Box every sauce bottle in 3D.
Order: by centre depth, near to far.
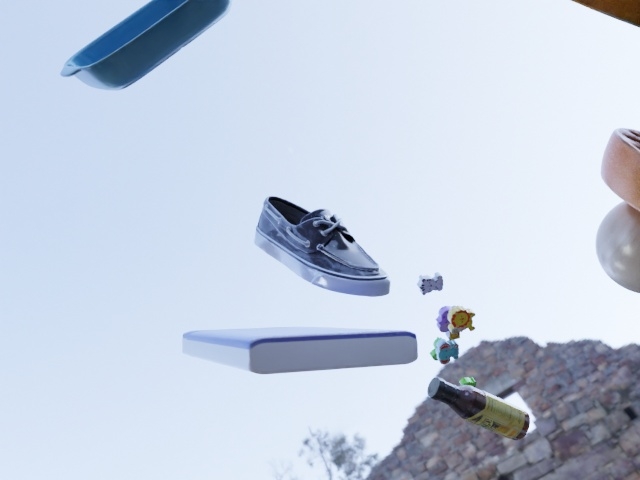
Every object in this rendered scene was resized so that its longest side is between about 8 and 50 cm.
[{"bbox_3d":[0.187,0.198,0.729,0.128,0.042,0.042,25,-58,-10],"label":"sauce bottle"}]

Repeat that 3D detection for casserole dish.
[{"bbox_3d":[-0.157,-0.197,0.579,0.188,0.114,0.037,-45,-54,-18],"label":"casserole dish"}]

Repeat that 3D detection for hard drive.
[{"bbox_3d":[-0.047,0.141,0.826,0.211,0.040,0.319,2,-7,-25],"label":"hard drive"}]

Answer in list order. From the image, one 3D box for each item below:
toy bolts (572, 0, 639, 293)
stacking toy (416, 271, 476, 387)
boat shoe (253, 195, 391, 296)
[{"bbox_3d":[0.222,-0.081,0.411,0.229,0.218,0.158,-10,-47,-42],"label":"toy bolts"},{"bbox_3d":[0.247,0.189,1.206,0.052,0.167,0.221,-12,-64,-8],"label":"stacking toy"},{"bbox_3d":[0.000,0.000,1.001,0.108,0.301,0.102,-4,-68,-39],"label":"boat shoe"}]
